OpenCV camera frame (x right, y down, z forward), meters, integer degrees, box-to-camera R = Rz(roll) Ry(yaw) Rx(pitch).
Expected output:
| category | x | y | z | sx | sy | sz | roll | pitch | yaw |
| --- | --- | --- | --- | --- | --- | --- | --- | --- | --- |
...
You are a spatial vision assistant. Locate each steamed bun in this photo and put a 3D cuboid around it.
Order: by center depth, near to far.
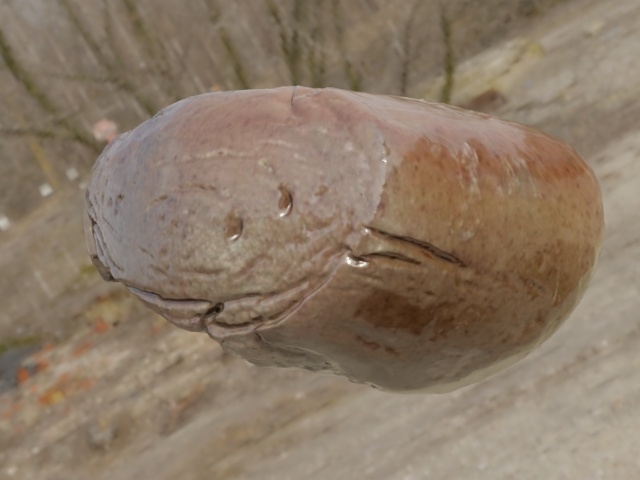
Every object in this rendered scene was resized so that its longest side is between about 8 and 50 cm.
| category | x | y | z | sx | sy | sz | roll | pitch | yaw |
| --- | --- | --- | --- | --- | --- | --- | --- | --- | --- |
| steamed bun | 0.000 | 0.000 | 0.521 | 0.145 | 0.106 | 0.175 | 5 | 0 | -41 |
